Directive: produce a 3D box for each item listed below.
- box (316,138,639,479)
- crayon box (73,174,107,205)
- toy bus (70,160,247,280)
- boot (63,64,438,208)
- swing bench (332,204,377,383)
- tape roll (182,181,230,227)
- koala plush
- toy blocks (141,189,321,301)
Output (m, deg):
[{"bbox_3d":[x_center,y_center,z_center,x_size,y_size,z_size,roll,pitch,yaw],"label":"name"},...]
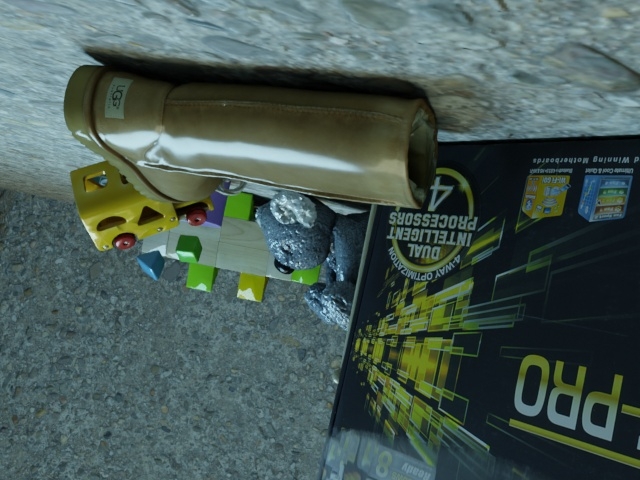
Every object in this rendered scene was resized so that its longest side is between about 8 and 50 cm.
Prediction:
[{"bbox_3d":[0.179,0.091,0.501,0.097,0.319,0.394,14,177,-39],"label":"box"},{"bbox_3d":[-0.375,-0.074,1.633,0.202,0.081,0.318,11,176,21],"label":"crayon box"},{"bbox_3d":[-0.226,-0.070,0.946,0.190,0.202,0.104,18,148,17],"label":"toy bus"},{"bbox_3d":[-0.038,-0.066,0.591,0.269,0.089,0.236,9,176,17],"label":"boot"},{"bbox_3d":[0.148,0.081,0.978,0.165,0.253,0.254,11,176,18],"label":"swing bench"},{"bbox_3d":[-0.243,-0.078,1.140,0.188,0.080,0.189,11,176,1],"label":"tape roll"},{"bbox_3d":[0.000,0.000,1.122,0.221,0.203,0.196,33,171,-7],"label":"koala plush"},{"bbox_3d":[-0.166,-0.012,1.427,0.381,0.191,0.261,11,-172,7],"label":"toy blocks"}]
